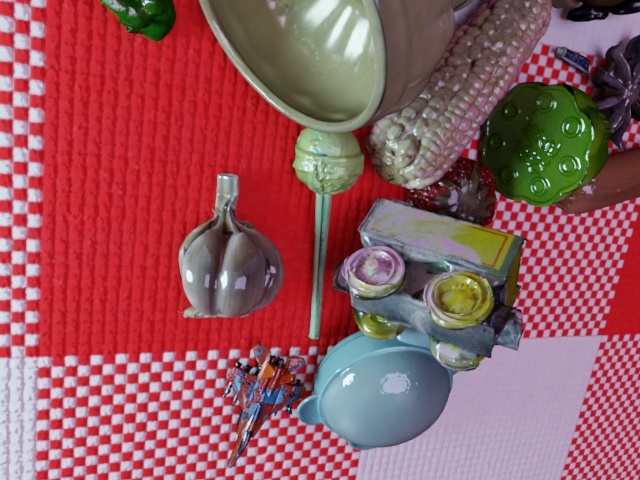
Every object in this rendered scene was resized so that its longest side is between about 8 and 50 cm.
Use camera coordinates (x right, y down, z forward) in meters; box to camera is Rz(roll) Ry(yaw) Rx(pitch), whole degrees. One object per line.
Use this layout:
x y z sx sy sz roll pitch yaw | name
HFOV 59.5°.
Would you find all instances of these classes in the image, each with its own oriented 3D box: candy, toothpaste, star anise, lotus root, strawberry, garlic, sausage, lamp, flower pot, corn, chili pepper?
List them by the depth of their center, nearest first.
-0.256 -0.309 0.576 0.257 0.074 0.100 37 90 -28 | chili pepper
0.035 -0.294 0.590 0.244 0.307 0.307 -44 118 -23 | flower pot
-0.112 0.010 0.720 0.131 0.127 0.194 10 83 -21 | garlic
0.196 -0.211 0.769 0.335 0.127 0.126 -48 117 -4 | corn
0.000 0.000 0.786 0.093 0.092 0.335 2 115 -9 | candy
0.199 -0.057 0.837 0.145 0.086 0.145 -6 107 -21 | strawberry
0.364 -0.150 0.843 0.186 0.186 0.186 -7 109 -20 | lotus root
0.114 0.205 0.848 0.209 0.147 0.284 39 89 -35 | lamp
0.399 -0.286 0.883 0.083 0.019 0.027 12 84 -29 | toothpaste
0.495 -0.239 0.913 0.181 0.061 0.204 -3 108 -22 | star anise
0.520 -0.110 0.950 0.289 0.086 0.086 -14 111 -17 | sausage

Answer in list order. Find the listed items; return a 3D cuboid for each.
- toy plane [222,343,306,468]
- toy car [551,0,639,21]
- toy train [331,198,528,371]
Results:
-0.097 0.247 0.826 0.130 0.061 0.189 23 101 -27 | toy plane
0.450 -0.414 0.762 0.248 0.198 0.204 -16 113 -16 | toy car
0.147 0.052 0.739 0.177 0.261 0.134 -56 150 -28 | toy train
